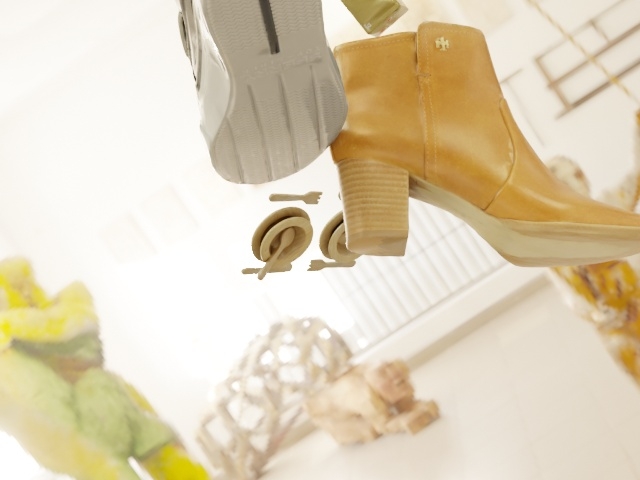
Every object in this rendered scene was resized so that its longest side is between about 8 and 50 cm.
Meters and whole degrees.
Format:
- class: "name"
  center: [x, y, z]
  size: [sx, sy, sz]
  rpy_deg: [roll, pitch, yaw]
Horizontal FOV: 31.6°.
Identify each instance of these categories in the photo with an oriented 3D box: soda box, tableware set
- class: "soda box"
  center: [0.033, -0.349, 1.459]
  size: [0.058, 0.181, 0.061]
  rpy_deg: [-41, -5, 15]
- class: "tableware set"
  center: [0.000, 0.000, 1.438]
  size: [0.194, 0.039, 0.128]
  rpy_deg: [-4, -52, -38]

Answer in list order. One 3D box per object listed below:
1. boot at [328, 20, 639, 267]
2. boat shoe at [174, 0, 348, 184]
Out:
- class: "boot"
  center: [0.155, -0.090, 0.996]
  size: [0.295, 0.211, 0.104]
  rpy_deg: [3, -19, -5]
- class: "boat shoe"
  center: [-0.048, -0.162, 0.881]
  size: [0.121, 0.119, 0.335]
  rpy_deg: [-15, -25, -9]
